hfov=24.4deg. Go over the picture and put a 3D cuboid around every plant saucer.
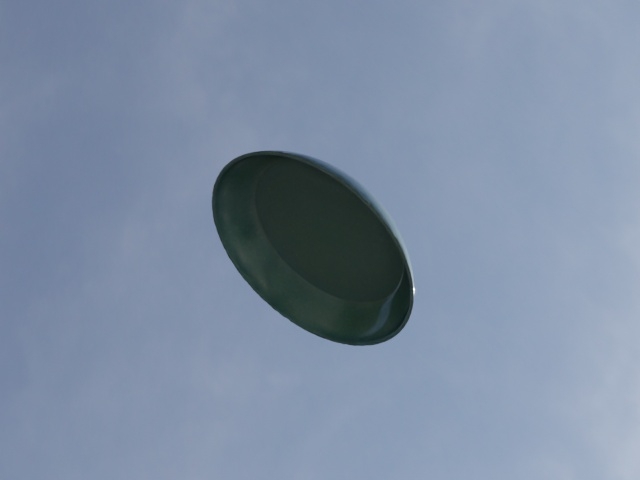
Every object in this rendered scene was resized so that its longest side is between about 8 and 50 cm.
[{"bbox_3d":[0.000,0.000,0.736,0.021,0.119,0.119,-46,-64,-37],"label":"plant saucer"}]
